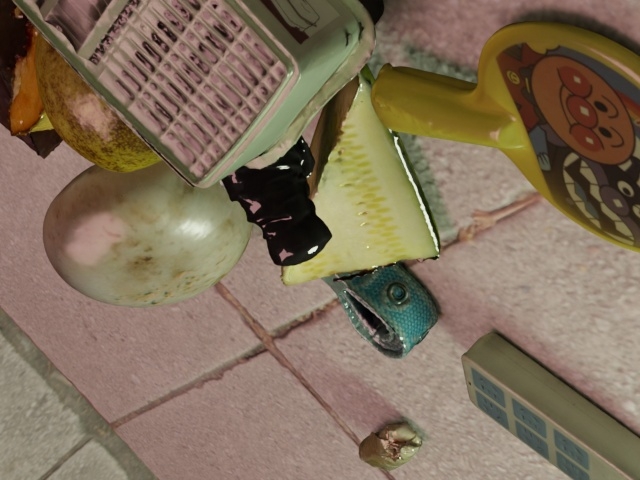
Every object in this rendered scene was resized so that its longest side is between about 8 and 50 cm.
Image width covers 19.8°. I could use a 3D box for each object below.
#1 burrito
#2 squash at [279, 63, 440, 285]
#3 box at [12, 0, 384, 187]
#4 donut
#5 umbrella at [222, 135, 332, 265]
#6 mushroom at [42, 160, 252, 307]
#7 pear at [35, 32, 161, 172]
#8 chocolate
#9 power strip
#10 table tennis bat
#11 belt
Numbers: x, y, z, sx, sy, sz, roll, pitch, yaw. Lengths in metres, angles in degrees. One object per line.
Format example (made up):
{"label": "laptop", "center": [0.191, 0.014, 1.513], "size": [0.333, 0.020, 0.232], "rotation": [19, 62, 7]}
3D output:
{"label": "burrito", "center": [0.086, 0.264, 2.336], "size": [0.058, 0.045, 0.188], "rotation": [53, 163, 5]}
{"label": "squash", "center": [0.002, -0.078, 1.728], "size": [0.093, 0.169, 0.252], "rotation": [-90, -19, -44]}
{"label": "box", "center": [-0.104, -0.205, 1.533], "size": [0.290, 0.166, 0.220], "rotation": [46, 132, 3]}
{"label": "donut", "center": [-0.274, -0.218, 1.960], "size": [0.141, 0.085, 0.217], "rotation": [2, 89, 53]}
{"label": "umbrella", "center": [-0.096, -0.136, 1.690], "size": [0.357, 0.113, 0.106], "rotation": [62, 168, 6]}
{"label": "mushroom", "center": [-0.203, -0.047, 2.136], "size": [0.243, 0.243, 0.243], "rotation": [40, 160, 18]}
{"label": "pear", "center": [-0.188, -0.174, 1.825], "size": [0.197, 0.197, 0.197], "rotation": [40, 160, 18]}
{"label": "chocolate", "center": [-0.365, -0.243, 2.185], "size": [0.112, 0.112, 0.321], "rotation": [37, 160, 30]}
{"label": "power strip", "center": [0.250, 0.195, 1.848], "size": [0.270, 0.046, 0.118], "rotation": [36, 158, 26]}
{"label": "table tennis bat", "center": [0.170, -0.089, 1.441], "size": [0.369, 0.054, 0.224], "rotation": [19, 146, 47]}
{"label": "belt", "center": [0.000, 0.000, 1.945], "size": [0.302, 0.072, 0.087], "rotation": [46, 159, 2]}
